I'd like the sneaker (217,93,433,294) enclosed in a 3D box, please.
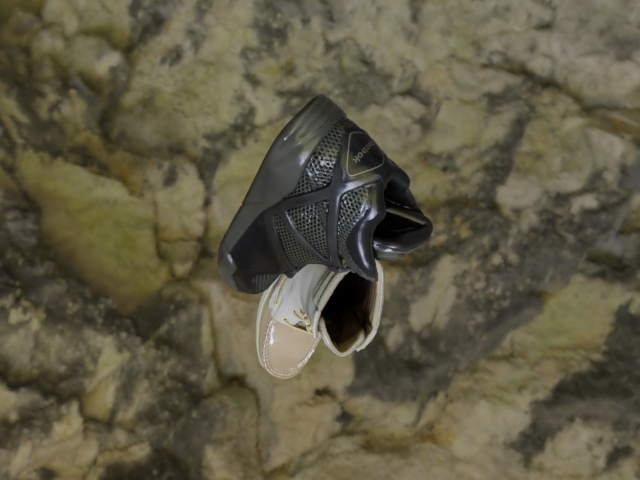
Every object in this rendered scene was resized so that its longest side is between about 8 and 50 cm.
[{"bbox_3d":[0.000,0.000,0.838,0.130,0.227,0.087,39,-130,4],"label":"sneaker"}]

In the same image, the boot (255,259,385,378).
[{"bbox_3d":[-0.003,0.078,1.097,0.077,0.213,0.165,15,-160,-19],"label":"boot"}]
